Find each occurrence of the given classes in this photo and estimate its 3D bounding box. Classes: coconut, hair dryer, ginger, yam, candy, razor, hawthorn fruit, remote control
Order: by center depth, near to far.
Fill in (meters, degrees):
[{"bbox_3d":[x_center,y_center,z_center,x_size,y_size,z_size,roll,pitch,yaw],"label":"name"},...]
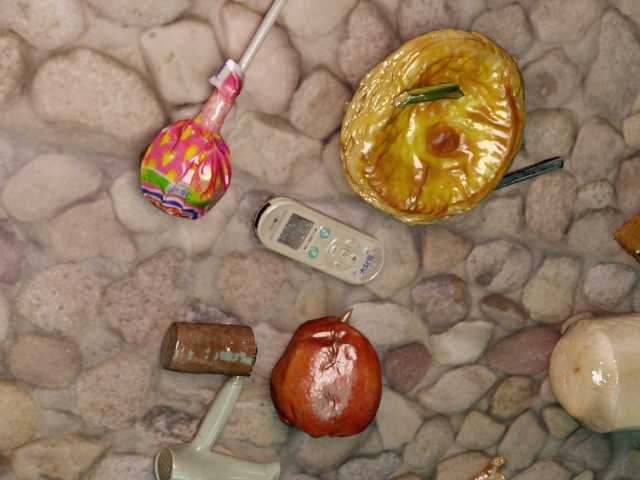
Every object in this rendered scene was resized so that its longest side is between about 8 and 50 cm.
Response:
[{"bbox_3d":[-0.114,-0.196,1.415,0.124,0.124,0.365,30,91,-32],"label":"candy"},{"bbox_3d":[-0.159,0.154,1.561,0.127,0.084,0.084,10,110,-24],"label":"yam"},{"bbox_3d":[0.000,0.000,1.580,0.221,0.042,0.078,24,103,-30],"label":"remote control"},{"bbox_3d":[0.007,0.206,1.624,0.173,0.173,0.179,-19,94,-14],"label":"hawthorn fruit"},{"bbox_3d":[-0.126,0.279,1.658,0.206,0.075,0.237,13,100,-36],"label":"hair dryer"},{"bbox_3d":[0.290,-0.094,1.667,0.190,0.033,0.066,-17,120,-17],"label":"razor"},{"bbox_3d":[0.504,0.221,1.818,0.221,0.202,0.202,-4,115,-20],"label":"coconut"},{"bbox_3d":[0.295,0.421,1.920,0.097,0.030,0.048,-42,95,2],"label":"ginger"}]

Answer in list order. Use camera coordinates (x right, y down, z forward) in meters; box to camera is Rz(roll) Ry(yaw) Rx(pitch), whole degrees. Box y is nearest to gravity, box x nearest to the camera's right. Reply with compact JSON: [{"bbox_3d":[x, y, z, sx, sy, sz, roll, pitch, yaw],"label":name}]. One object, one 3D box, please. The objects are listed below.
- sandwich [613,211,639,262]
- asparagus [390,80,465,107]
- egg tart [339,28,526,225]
[{"bbox_3d":[0.662,-0.020,1.831,0.273,0.095,0.249,-46,123,3],"label":"sandwich"},{"bbox_3d":[0.142,-0.190,1.426,0.108,0.025,0.021,-12,126,-20],"label":"asparagus"},{"bbox_3d":[0.151,-0.163,1.526,0.294,0.116,0.295,-9,114,-21],"label":"egg tart"}]
